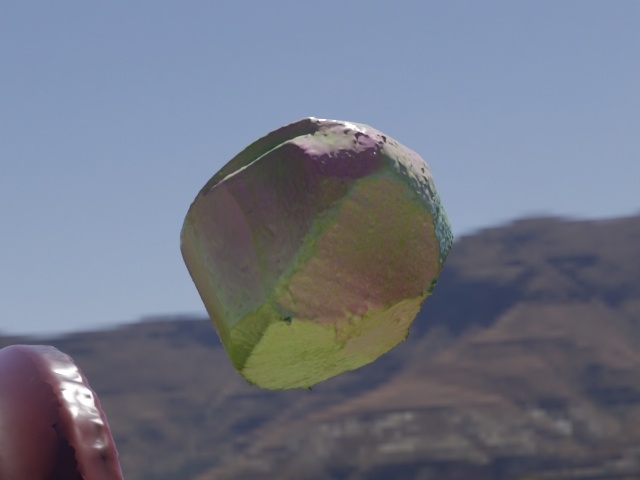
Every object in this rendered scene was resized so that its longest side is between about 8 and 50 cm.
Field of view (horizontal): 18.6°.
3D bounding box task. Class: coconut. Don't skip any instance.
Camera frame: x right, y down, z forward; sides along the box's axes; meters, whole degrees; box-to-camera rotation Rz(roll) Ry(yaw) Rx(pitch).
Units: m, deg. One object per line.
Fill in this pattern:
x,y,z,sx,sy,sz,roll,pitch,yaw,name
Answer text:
0.000,0.000,0.598,0.082,0.081,0.083,-4,-41,-22,coconut

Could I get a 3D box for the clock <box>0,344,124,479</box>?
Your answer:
-0.113,0.196,0.708,0.080,0.318,0.318,6,-10,-22,clock
